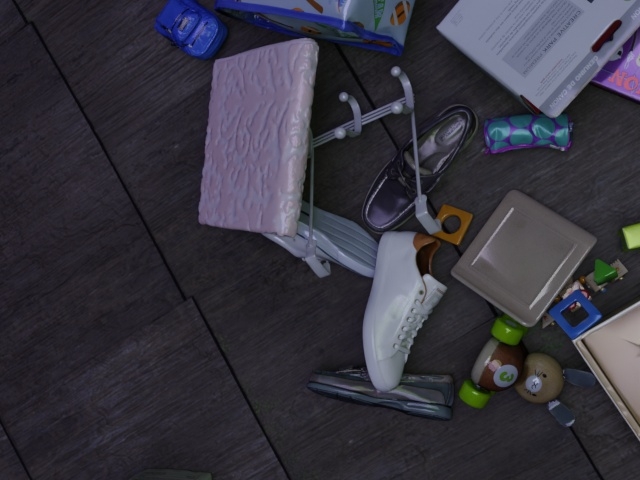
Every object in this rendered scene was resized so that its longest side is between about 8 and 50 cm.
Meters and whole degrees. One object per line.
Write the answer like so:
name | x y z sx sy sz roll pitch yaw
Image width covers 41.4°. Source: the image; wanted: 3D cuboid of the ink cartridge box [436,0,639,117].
ink cartridge box | 0.402 -0.377 1.401 0.309 0.130 0.272 -48 65 13

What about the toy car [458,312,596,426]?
toy car | 0.358 0.233 1.435 0.188 0.149 0.155 29 106 18

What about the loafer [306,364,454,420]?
loafer | 0.112 0.263 1.545 0.268 0.096 0.084 11 73 7

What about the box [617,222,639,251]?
box | 0.591 -0.023 1.404 0.178 0.109 0.042 -15 83 14

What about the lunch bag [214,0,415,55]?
lunch bag | -0.003 -0.523 1.482 0.386 0.239 0.327 20 97 36

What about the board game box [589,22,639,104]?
board game box | 0.616 -0.314 1.432 0.347 0.056 0.208 25 100 12

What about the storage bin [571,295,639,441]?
storage bin | 0.599 0.201 1.395 0.262 0.123 0.260 -34 82 11

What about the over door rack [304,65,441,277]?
over door rack | 0.061 -0.130 1.461 0.240 0.108 0.324 -22 57 25

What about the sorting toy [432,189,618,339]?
sorting toy | 0.351 0.030 1.469 0.348 0.047 0.196 37 89 32

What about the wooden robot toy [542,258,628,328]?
wooden robot toy | 0.437 0.076 1.466 0.173 0.076 0.079 -37 71 11

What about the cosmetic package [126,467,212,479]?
cosmetic package | -0.317 0.518 1.535 0.153 0.296 0.129 -1 91 15

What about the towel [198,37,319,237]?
towel | -0.116 -0.178 1.518 0.317 0.053 0.331 6 91 55

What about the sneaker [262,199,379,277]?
sneaker | 0.000 0.000 1.570 0.258 0.094 0.091 31 135 2

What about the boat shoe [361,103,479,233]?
boat shoe | 0.172 -0.131 1.516 0.103 0.092 0.285 45 100 10

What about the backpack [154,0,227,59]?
backpack | -0.248 -0.403 1.618 0.120 0.101 0.098 39 105 7

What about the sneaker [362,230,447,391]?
sneaker | 0.151 0.121 1.474 0.123 0.106 0.290 0 75 30

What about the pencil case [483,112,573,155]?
pencil case | 0.364 -0.186 1.483 0.152 0.064 0.070 -3 70 14
